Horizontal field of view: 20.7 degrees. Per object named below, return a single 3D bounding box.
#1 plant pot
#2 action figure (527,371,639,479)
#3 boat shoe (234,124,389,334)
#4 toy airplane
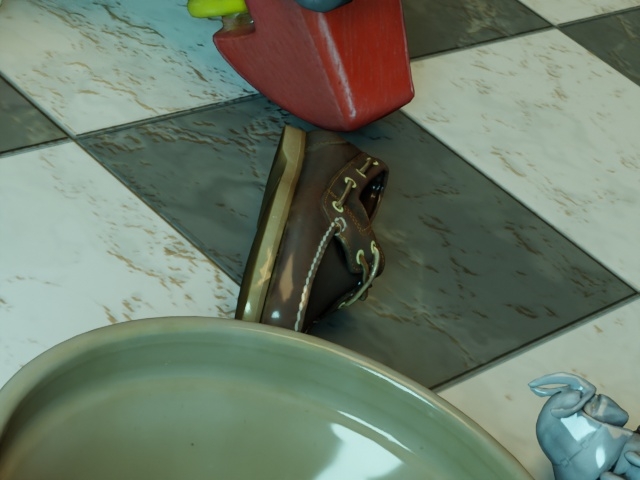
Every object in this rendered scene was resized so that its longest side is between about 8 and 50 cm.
[{"bbox_3d":[-0.026,0.142,0.651,0.237,0.110,0.237,17,32,-11],"label":"plant pot"},{"bbox_3d":[0.218,0.134,0.818,0.285,0.099,0.185,29,13,-5],"label":"action figure"},{"bbox_3d":[0.000,0.000,0.918,0.073,0.073,0.207,19,32,-3],"label":"boat shoe"},{"bbox_3d":[-0.096,-0.281,1.099,0.386,0.272,0.384,22,61,-27],"label":"toy airplane"}]
